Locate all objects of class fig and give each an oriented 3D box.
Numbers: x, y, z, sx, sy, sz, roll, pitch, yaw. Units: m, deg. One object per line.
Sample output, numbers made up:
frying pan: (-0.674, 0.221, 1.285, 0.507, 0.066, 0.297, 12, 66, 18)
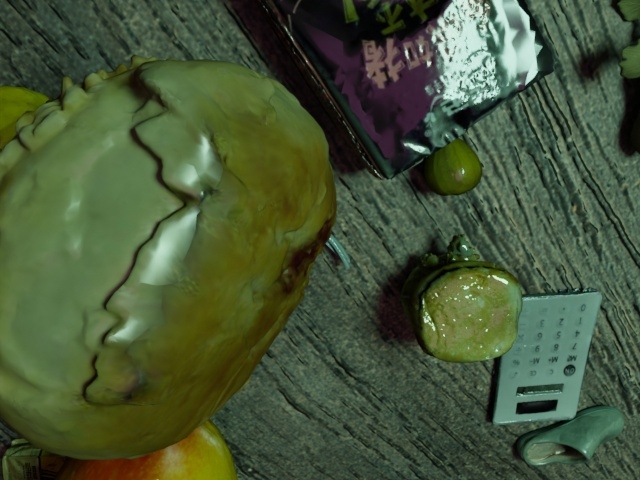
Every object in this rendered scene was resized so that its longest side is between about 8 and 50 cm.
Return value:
fig: (0.174, -0.102, 0.595, 0.074, 0.074, 0.087, -19, 95, 2)

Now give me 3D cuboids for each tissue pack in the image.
tissue pack: (0.076, -0.260, 0.504, 0.245, 0.123, 0.332, -33, 107, 13)

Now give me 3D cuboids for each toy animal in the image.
toy animal: (0.453, -0.210, 0.571, 0.186, 0.093, 0.214, 2, 118, 2)

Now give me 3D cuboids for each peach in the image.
peach: (-0.250, 0.381, 0.626, 0.289, 0.289, 0.307, -16, 93, 1)

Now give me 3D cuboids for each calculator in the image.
calculator: (0.374, 0.204, 0.752, 0.161, 0.021, 0.261, -4, 110, -4)

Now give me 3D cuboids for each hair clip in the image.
hair clip: (0.000, -0.001, 0.639, 0.039, 0.030, 0.115, -36, 108, 28)

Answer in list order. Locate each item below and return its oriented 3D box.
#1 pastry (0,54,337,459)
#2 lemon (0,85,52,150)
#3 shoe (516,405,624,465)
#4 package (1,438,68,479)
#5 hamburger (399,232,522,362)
pastry: (-0.154, 0.010, 0.461, 0.245, 0.410, 0.409, 27, 107, 15)
lemon: (-0.344, -0.067, 0.506, 0.170, 0.170, 0.207, 27, 105, -14)
shoe: (0.455, 0.364, 0.790, 0.195, 0.078, 0.079, -19, 110, 6)
package: (-0.434, 0.360, 0.717, 0.131, 0.047, 0.070, 3, 107, -8)
hamburger: (0.195, 0.079, 0.637, 0.159, 0.131, 0.184, 1, 103, 3)
